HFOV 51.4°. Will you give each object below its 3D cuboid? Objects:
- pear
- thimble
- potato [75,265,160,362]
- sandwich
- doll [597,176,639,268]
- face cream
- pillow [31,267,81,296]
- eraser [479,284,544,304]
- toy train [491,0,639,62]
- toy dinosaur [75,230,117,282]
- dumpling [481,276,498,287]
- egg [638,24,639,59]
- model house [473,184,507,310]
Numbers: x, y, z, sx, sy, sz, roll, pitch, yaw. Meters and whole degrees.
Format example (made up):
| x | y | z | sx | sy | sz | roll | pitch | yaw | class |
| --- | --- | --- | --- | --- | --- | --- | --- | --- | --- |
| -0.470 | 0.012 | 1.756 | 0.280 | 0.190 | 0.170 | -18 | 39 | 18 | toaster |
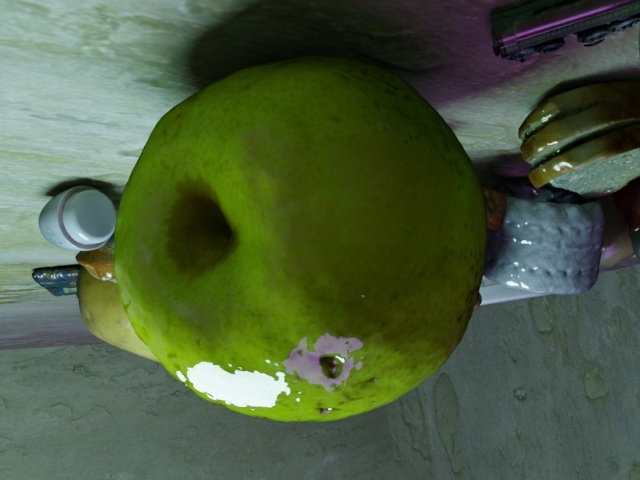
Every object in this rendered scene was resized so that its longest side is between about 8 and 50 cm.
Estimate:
| x | y | z | sx | sy | sz | roll | pitch | yaw | class |
| --- | --- | --- | --- | --- | --- | --- | --- | --- | --- |
| 0.000 | 0.000 | 0.693 | 0.391 | 0.391 | 0.391 | -8 | 167 | -2 | pear |
| 0.380 | -0.013 | 1.161 | 0.217 | 0.157 | 0.245 | 11 | -164 | 19 | thimble |
| -0.253 | 0.124 | 1.138 | 0.296 | 0.290 | 0.397 | -5 | -152 | -23 | potato |
| 0.381 | -0.129 | 0.950 | 0.254 | 0.099 | 0.288 | -13 | 169 | -10 | sandwich |
| 0.581 | -0.059 | 1.230 | 0.174 | 0.235 | 0.330 | 38 | 144 | -8 | doll |
| -0.344 | -0.029 | 0.941 | 0.095 | 0.091 | 0.091 | -7 | 171 | 37 | face cream |
| -0.483 | 0.081 | 1.457 | 0.256 | 0.034 | 0.189 | -6 | 167 | -10 | pillow |
| 0.501 | 0.066 | 1.715 | 0.270 | 0.174 | 0.095 | -10 | 168 | 8 | eraser |
| 0.239 | -0.210 | 0.639 | 0.148 | 0.038 | 0.071 | -14 | 167 | 18 | toy train |
| -0.242 | 0.015 | 0.990 | 0.205 | 0.092 | 0.393 | -18 | -154 | -35 | toy dinosaur |
| 0.339 | 0.017 | 1.499 | 0.258 | 0.193 | 0.147 | -7 | 125 | -44 | dumpling |
| 0.378 | -0.165 | 0.517 | 0.270 | 0.220 | 0.220 | -9 | 170 | -38 | egg |
| 0.140 | 0.027 | 1.062 | 0.329 | 0.295 | 0.252 | -23 | 158 | 29 | model house |
